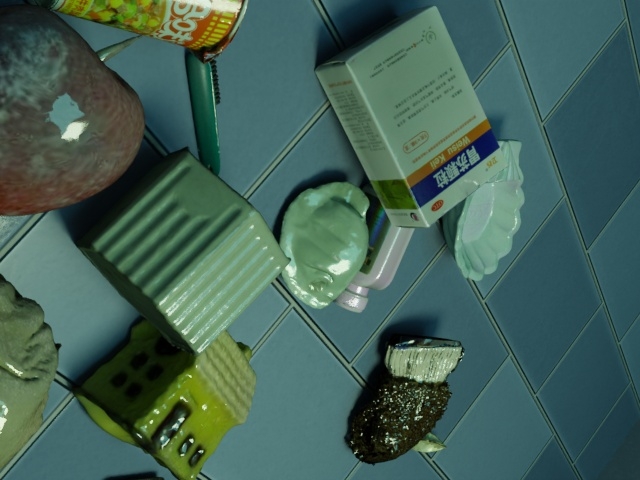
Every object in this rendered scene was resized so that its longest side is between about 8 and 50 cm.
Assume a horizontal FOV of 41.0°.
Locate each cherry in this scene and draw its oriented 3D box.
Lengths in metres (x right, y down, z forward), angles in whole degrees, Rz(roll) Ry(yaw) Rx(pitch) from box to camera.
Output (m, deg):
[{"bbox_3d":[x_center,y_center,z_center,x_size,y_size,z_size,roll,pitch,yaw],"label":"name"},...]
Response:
[{"bbox_3d":[-0.311,-0.143,0.951,0.285,0.213,0.236,-37,132,-7],"label":"cherry"}]

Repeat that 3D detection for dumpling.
[{"bbox_3d":[0.004,0.003,1.447,0.108,0.153,0.219,111,-1,-84],"label":"dumpling"}]

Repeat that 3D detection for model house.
[{"bbox_3d":[-0.216,0.215,1.300,0.234,0.175,0.193,-53,138,-24],"label":"model house"}]

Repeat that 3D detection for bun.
[{"bbox_3d":[-0.426,0.143,0.993,0.205,0.282,0.281,-51,145,-51],"label":"bun"}]

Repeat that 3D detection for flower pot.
[{"bbox_3d":[-0.188,0.017,1.166,0.189,0.239,0.209,-48,169,-17],"label":"flower pot"}]

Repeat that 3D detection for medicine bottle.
[{"bbox_3d":[0.088,0.018,1.511,0.078,0.115,0.219,16,100,-49],"label":"medicine bottle"}]

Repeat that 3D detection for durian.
[{"bbox_3d":[0.233,0.462,1.939,0.130,0.066,0.052,21,95,-39],"label":"durian"}]

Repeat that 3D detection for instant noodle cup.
[{"bbox_3d":[-0.215,-0.315,0.997,0.212,0.193,0.193,-1,112,-37],"label":"instant noodle cup"}]

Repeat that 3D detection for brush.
[{"bbox_3d":[-0.158,-0.181,1.219,0.032,0.043,0.193,-43,139,-44],"label":"brush"}]

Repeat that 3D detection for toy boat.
[{"bbox_3d":[0.318,-0.067,1.708,0.199,0.100,0.290,-9,118,-43],"label":"toy boat"}]

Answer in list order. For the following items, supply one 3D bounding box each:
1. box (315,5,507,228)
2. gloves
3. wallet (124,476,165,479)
[{"bbox_3d":[0.150,-0.196,1.385,0.200,0.106,0.299,-36,108,-24],"label":"box"},{"bbox_3d":[0.169,0.334,1.754,0.210,0.135,0.312,-4,116,-48],"label":"gloves"},{"bbox_3d":[-0.318,0.456,1.406,0.118,0.039,0.152,10,107,-45],"label":"wallet"}]
